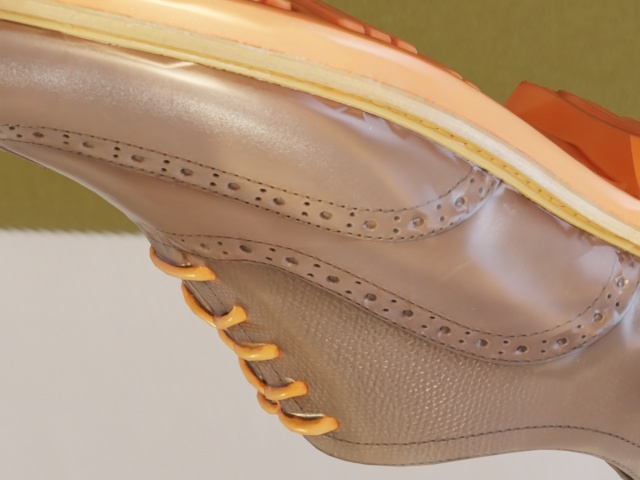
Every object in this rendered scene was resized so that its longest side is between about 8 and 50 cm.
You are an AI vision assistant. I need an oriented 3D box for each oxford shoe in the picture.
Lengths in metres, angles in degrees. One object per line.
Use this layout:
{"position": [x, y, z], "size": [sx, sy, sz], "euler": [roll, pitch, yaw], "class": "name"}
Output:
{"position": [0.000, 0.000, 0.507], "size": [0.364, 0.130, 0.132], "euler": [19, 100, -23], "class": "oxford shoe"}
